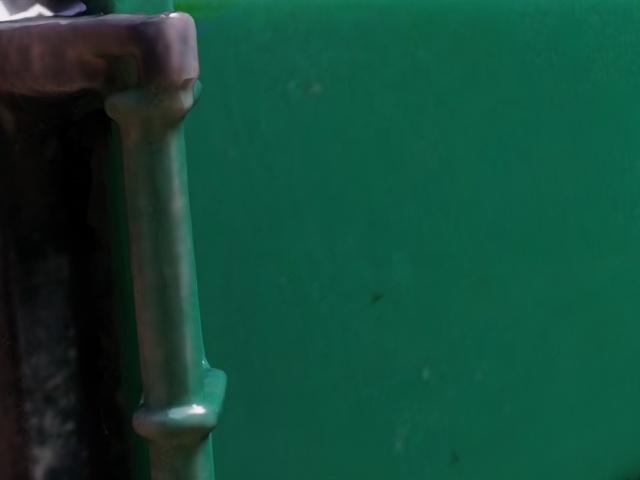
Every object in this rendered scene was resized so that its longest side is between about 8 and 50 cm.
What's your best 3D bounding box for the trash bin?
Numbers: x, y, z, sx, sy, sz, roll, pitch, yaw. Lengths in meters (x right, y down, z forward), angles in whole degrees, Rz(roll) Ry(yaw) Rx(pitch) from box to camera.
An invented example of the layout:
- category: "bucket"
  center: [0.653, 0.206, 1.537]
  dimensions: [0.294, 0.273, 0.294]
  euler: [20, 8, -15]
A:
- category: "trash bin"
  center: [0.000, 0.000, 0.563]
  dimensions: [0.381, 0.259, 0.295]
  euler: [-13, 12, -37]
